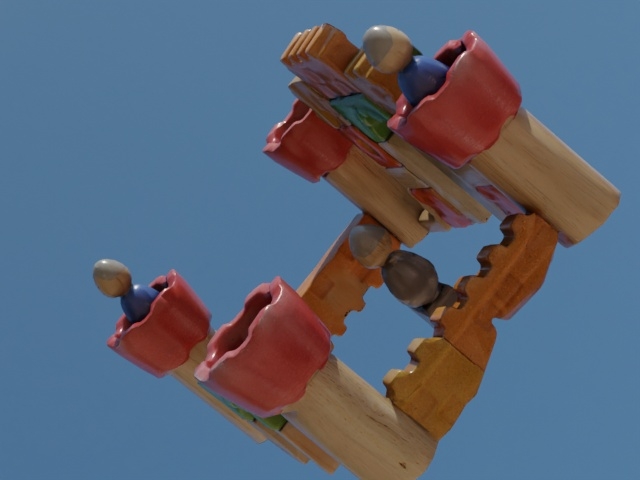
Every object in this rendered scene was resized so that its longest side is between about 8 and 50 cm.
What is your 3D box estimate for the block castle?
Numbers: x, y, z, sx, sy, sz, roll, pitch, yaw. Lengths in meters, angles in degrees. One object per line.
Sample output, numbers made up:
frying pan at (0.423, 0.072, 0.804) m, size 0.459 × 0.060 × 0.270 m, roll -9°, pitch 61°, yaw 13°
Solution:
block castle at (0.000, 0.000, 1.413) m, size 0.213 × 0.453 × 0.303 m, roll 40°, pitch -99°, yaw -11°
